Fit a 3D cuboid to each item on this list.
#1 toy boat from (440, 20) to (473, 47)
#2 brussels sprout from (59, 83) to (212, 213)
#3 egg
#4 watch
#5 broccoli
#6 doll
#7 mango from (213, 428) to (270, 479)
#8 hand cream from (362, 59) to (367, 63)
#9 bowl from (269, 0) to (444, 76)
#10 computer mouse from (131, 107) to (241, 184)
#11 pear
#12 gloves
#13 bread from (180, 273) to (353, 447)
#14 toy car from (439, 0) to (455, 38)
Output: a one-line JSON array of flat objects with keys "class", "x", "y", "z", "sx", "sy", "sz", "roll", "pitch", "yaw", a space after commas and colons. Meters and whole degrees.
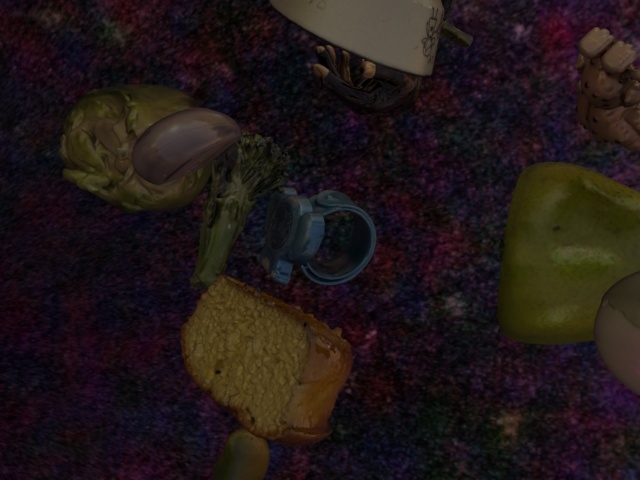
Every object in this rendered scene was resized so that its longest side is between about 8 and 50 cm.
[{"class": "toy boat", "x": 0.184, "y": -0.338, "z": 1.232, "sx": 0.115, "sy": 0.063, "sz": 0.016, "roll": 27, "pitch": 99, "yaw": -6}, {"class": "brussels sprout", "x": -0.388, "y": -0.209, "z": 1.730, "sx": 0.315, "sy": 0.371, "sz": 0.275, "roll": 7, "pitch": 105, "yaw": -39}, {"class": "egg", "x": 0.463, "y": 0.124, "z": 0.978, "sx": 0.183, "sy": 0.217, "sz": 0.182, "roll": -2, "pitch": 94, "yaw": -23}, {"class": "watch", "x": 0.000, "y": 0.000, "z": 1.518, "sx": 0.193, "sy": 0.211, "sz": 0.210, "roll": 14, "pitch": 76, "yaw": -28}, {"class": "broccoli", "x": -0.160, "y": -0.046, "z": 1.404, "sx": 0.146, "sy": 0.165, "sz": 0.303, "roll": 18, "pitch": 71, "yaw": 4}, {"class": "doll", "x": 0.481, "y": -0.240, "z": 1.271, "sx": 0.119, "sy": 0.154, "sz": 0.278, "roll": -46, "pitch": 157, "yaw": 4}, {"class": "mango", "x": -0.165, "y": 0.483, "z": 1.685, "sx": 0.122, "sy": 0.085, "sz": 0.191, "roll": 3, "pitch": 122, "yaw": -34}, {"class": "hand cream", "x": 0.155, "y": -0.529, "z": 2.044, "sx": 0.084, "sy": 0.256, "sz": 0.050, "roll": 26, "pitch": 35, "yaw": 12}, {"class": "bowl", "x": 0.063, "y": -0.320, "z": 1.029, "sx": 0.238, "sy": 0.237, "sz": 0.126, "roll": 8, "pitch": 119, "yaw": -33}, {"class": "computer mouse", "x": -0.102, "y": -0.075, "z": 0.583, "sx": 0.039, "sy": 0.066, "sz": 0.096, "roll": 57, "pitch": 32, "yaw": 0}, {"class": "pear", "x": 0.495, "y": 0.019, "z": 1.424, "sx": 0.238, "sy": 0.318, "sz": 0.342, "roll": 65, "pitch": 39, "yaw": -59}, {"class": "gloves", "x": 0.105, "y": -0.376, "z": 1.851, "sx": 0.301, "sy": 0.197, "sz": 0.152, "roll": 20, "pitch": 77, "yaw": -31}, {"class": "bread", "x": -0.064, "y": 0.185, "z": 1.201, "sx": 0.179, "sy": 0.340, "sz": 0.194, "roll": 22, "pitch": 91, "yaw": -38}, {"class": "toy car", "x": 0.309, "y": -0.653, "z": 2.065, "sx": 0.097, "sy": 0.141, "sz": 0.320, "roll": 14, "pitch": 33, "yaw": -6}]
